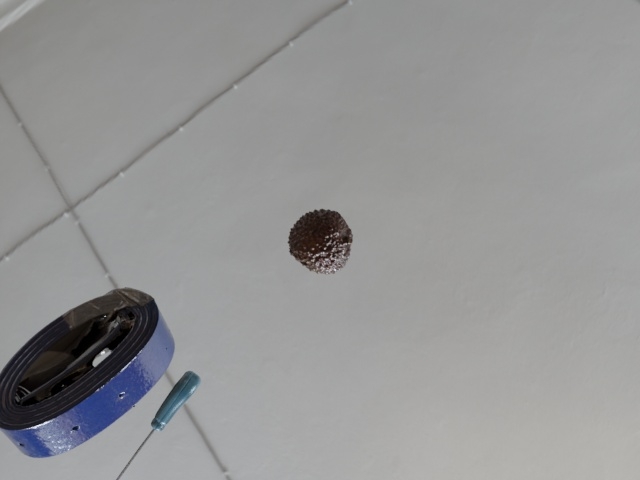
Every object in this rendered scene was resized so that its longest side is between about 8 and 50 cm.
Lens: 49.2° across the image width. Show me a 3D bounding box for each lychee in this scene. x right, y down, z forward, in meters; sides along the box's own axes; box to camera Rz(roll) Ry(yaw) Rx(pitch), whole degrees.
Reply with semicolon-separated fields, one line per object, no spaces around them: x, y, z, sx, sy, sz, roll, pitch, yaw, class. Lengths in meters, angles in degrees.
0.001;0.002;1.283;0.129;0.123;0.123;-22;-126;50;lychee

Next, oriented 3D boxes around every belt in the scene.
-0.441;0.242;1.313;0.212;0.117;0.347;30;-121;34;belt

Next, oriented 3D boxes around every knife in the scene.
-0.267;0.306;1.097;0.032;0.058;0.244;36;-87;-7;knife
